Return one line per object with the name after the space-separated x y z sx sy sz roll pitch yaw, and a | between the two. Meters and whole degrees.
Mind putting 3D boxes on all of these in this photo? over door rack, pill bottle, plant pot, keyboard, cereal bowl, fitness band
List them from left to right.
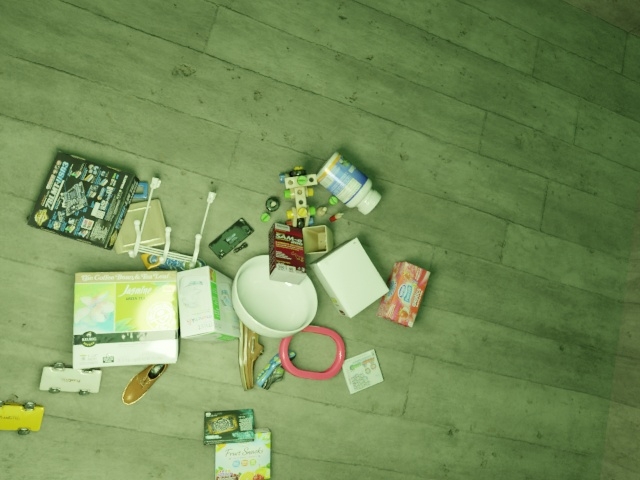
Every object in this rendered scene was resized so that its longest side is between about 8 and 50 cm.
-0.547 -0.071 1.645 0.240 0.108 0.323 14 74 -9 | over door rack
-0.351 0.003 1.800 0.180 0.023 0.108 -42 90 -14 | keyboard
-0.191 0.232 1.725 0.339 0.141 0.338 18 46 -20 | cereal bowl
-0.031 0.452 1.797 0.291 0.054 0.208 17 75 -29 | fitness band
0.000 0.000 1.844 0.109 0.096 0.108 -6 84 29 | plant pot
0.121 -0.236 1.883 0.272 0.152 0.152 38 76 -9 | pill bottle

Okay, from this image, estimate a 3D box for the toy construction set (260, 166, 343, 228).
-0.049 -0.162 1.785 0.309 0.237 0.257 18 80 -13 | toy construction set

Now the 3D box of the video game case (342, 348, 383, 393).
0.177 0.556 1.889 0.157 0.019 0.143 -17 89 -16 | video game case

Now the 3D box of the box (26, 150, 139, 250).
-0.862 -0.145 1.625 0.294 0.073 0.295 16 79 -1 | box

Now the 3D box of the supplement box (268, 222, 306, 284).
-0.134 0.051 1.759 0.130 0.073 0.239 12 47 -23 | supplement box

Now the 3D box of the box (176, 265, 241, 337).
-0.401 0.241 1.603 0.127 0.262 0.230 -13 71 6 | box

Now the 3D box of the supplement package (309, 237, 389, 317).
0.116 0.155 1.847 0.204 0.145 0.261 -33 93 -16 | supplement package

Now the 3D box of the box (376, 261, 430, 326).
0.355 0.231 1.915 0.128 0.123 0.256 24 79 -11 | box

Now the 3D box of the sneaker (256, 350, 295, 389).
-0.173 0.518 1.783 0.188 0.067 0.078 -44 118 -16 | sneaker

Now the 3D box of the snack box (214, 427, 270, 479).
-0.299 0.824 1.707 0.207 0.070 0.174 2 83 -16 | snack box

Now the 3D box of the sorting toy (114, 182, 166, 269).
-0.692 -0.051 1.691 0.196 0.047 0.347 -14 80 -15 | sorting toy

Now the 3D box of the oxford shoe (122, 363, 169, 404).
-0.651 0.518 1.640 0.076 0.076 0.212 43 77 -9 | oxford shoe

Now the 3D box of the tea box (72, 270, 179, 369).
-0.673 0.270 1.582 0.329 0.220 0.323 -1 84 -15 | tea box

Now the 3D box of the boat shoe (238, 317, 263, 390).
-0.270 0.426 1.733 0.105 0.111 0.306 -4 86 -14 | boat shoe

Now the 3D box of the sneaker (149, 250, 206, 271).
-0.546 0.080 1.707 0.211 0.081 0.080 7 85 -13 | sneaker

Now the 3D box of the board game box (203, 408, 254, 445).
-0.348 0.707 1.686 0.187 0.126 0.026 2 127 -14 | board game box

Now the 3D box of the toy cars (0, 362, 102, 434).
-0.965 0.542 1.551 0.394 0.087 0.176 -32 98 -19 | toy cars
